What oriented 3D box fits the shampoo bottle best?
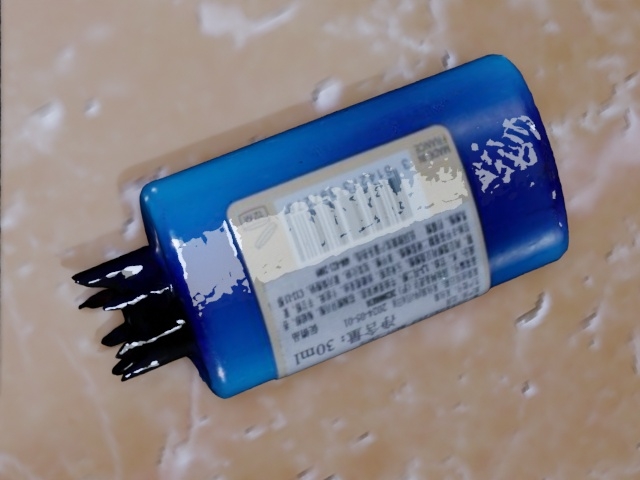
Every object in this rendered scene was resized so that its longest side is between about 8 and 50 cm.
[{"bbox_3d":[0.000,0.000,0.608,0.183,0.050,0.087,-22,106,-12],"label":"shampoo bottle"}]
